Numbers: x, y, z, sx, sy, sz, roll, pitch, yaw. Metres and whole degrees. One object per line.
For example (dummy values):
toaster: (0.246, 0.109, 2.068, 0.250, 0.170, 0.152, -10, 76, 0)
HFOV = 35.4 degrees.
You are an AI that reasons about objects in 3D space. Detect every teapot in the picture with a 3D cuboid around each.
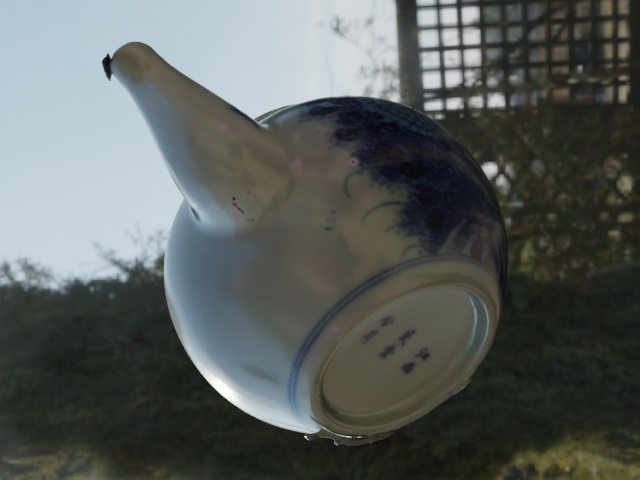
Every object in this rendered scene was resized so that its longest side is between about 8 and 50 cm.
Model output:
teapot: (0.000, 0.000, 0.759, 0.424, 0.252, 0.280, 40, -170, -46)
